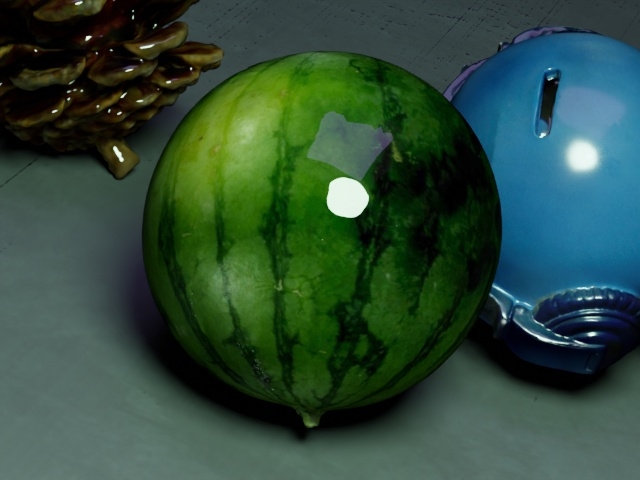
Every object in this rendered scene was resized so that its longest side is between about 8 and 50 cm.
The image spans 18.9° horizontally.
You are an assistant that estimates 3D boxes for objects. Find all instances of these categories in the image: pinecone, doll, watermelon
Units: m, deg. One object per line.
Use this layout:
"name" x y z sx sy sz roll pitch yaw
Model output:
"pinecone" -0.206 -0.197 1.484 0.244 0.309 0.244 -10 18 3
"doll" 0.222 -0.026 1.417 0.310 0.240 0.284 11 58 2
"watermelon" 0.001 -0.005 1.273 0.242 0.242 0.242 12 30 -7
